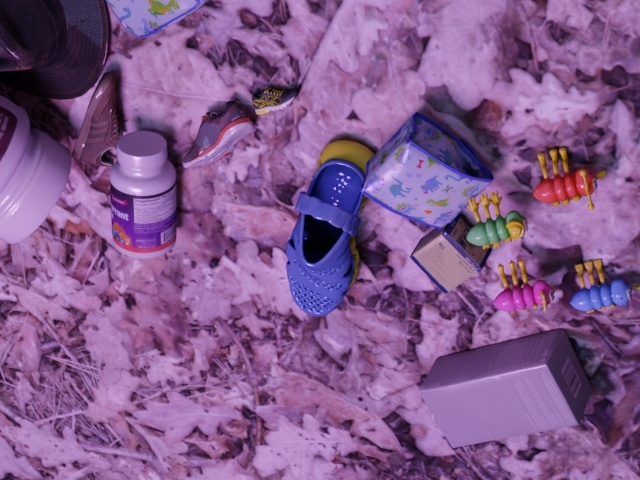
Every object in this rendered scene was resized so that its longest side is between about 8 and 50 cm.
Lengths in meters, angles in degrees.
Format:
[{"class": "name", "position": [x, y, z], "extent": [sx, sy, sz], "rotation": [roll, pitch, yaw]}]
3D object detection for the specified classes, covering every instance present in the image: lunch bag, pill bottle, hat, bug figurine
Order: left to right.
[{"class": "pill bottle", "position": [-0.606, -0.168, 2.054], "extent": [0.392, 0.224, 0.224], "rotation": [35, 135, -31]}, {"class": "hat", "position": [-0.499, -0.339, 2.029], "extent": [0.331, 0.134, 0.331], "rotation": [13, 126, 18]}, {"class": "pill bottle", "position": [-0.289, -0.076, 2.122], "extent": [0.108, 0.108, 0.193], "rotation": [16, 127, 16]}, {"class": "lunch bag", "position": [-0.252, -0.416, 1.880], "extent": [0.176, 0.090, 0.219], "rotation": [-23, 109, 36]}, {"class": "lunch bag", "position": [0.157, -0.094, 1.897], "extent": [0.151, 0.096, 0.129], "rotation": [33, 131, -14]}, {"class": "bug figurine", "position": [0.334, 0.016, 1.881], "extent": [0.216, 0.072, 0.279], "rotation": [-17, 116, 15]}]

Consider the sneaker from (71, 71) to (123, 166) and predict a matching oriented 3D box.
[{"class": "sneaker", "position": [-0.346, -0.195, 2.109], "extent": [0.071, 0.066, 0.188], "rotation": [21, 136, -10]}]

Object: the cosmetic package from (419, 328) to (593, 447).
[{"class": "cosmetic package", "position": [0.292, 0.237, 2.060], "extent": [0.238, 0.107, 0.127], "rotation": [-14, 115, 36]}]

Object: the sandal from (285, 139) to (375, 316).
[{"class": "sandal", "position": [0.000, 0.000, 2.016], "extent": [0.126, 0.138, 0.317], "rotation": [18, 130, 12]}]

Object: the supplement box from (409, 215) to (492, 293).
[{"class": "supplement box", "position": [0.199, 0.020, 1.982], "extent": [0.083, 0.056, 0.083], "rotation": [45, 130, -8]}]

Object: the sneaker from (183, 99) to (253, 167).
[{"class": "sneaker", "position": [-0.166, -0.168, 2.044], "extent": [0.158, 0.061, 0.065], "rotation": [-34, 76, 38]}]

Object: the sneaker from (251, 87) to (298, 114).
[{"class": "sneaker", "position": [-0.072, -0.216, 1.968], "extent": [0.083, 0.031, 0.035], "rotation": [-16, 113, 34]}]
